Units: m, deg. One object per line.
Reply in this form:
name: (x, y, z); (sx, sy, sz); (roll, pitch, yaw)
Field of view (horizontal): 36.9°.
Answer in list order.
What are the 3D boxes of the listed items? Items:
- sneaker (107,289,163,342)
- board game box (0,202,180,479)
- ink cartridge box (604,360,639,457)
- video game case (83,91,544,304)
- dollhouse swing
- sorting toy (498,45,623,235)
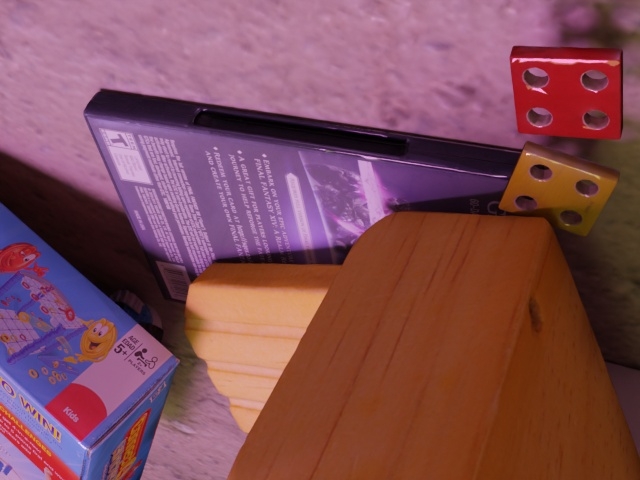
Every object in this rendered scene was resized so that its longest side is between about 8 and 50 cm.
sneaker: (-0.165, 0.095, 0.808); (0.083, 0.071, 0.190); (32, 153, -24)
board game box: (-0.268, 0.086, 0.745); (0.308, 0.086, 0.302); (40, 145, 9)
ink cartridge box: (0.254, 0.172, 0.643); (0.203, 0.086, 0.148); (13, 144, 14)
video game case: (0.000, 0.000, 0.615); (0.274, 0.026, 0.196); (10, 143, 17)
dollhouse swing: (0.026, 0.198, 0.548); (0.304, 0.315, 0.347); (-10, 120, 30)
sorting toy: (0.211, -0.045, 0.414); (0.274, 0.046, 0.132); (4, 141, 25)
